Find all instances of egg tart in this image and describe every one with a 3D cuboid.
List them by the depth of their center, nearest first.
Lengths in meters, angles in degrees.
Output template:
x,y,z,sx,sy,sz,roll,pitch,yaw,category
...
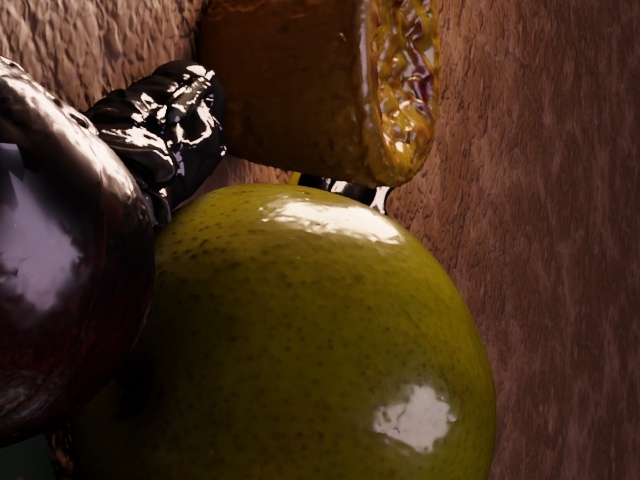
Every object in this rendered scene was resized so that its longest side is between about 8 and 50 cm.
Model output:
x,y,z,sx,sy,sz,roll,pitch,yaw,category
-0.001,-0.140,1.416,0.202,0.147,0.203,4,90,-69,egg tart

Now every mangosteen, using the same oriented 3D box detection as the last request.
x,y,z,sx,sy,sz,roll,pitch,yaw,category
-0.190,0.009,0.853,0.216,0.216,0.216,2,90,-70,mangosteen

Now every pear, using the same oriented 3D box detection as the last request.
x,y,z,sx,sy,sz,roll,pitch,yaw,category
-0.023,0.102,1.214,0.294,0.294,0.294,2,90,-70,pear

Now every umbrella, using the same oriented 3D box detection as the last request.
x,y,z,sx,sy,sz,roll,pitch,yaw,category
-0.128,-0.052,1.144,0.106,0.113,0.358,-67,175,25,umbrella

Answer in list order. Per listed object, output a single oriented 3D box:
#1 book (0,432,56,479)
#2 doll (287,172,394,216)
x,y,z,sx,sy,sz,roll,pitch,yaw,category
-0.203,0.259,1.059,0.260,0.043,0.371,-52,138,-55,book
-0.003,-0.002,1.533,0.249,0.088,0.127,-57,165,-39,doll
